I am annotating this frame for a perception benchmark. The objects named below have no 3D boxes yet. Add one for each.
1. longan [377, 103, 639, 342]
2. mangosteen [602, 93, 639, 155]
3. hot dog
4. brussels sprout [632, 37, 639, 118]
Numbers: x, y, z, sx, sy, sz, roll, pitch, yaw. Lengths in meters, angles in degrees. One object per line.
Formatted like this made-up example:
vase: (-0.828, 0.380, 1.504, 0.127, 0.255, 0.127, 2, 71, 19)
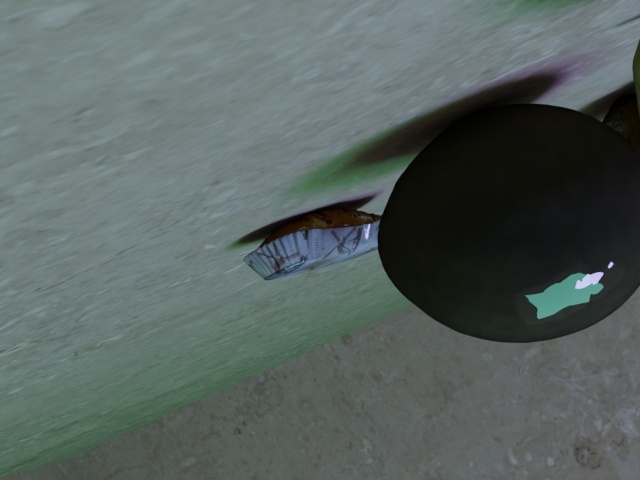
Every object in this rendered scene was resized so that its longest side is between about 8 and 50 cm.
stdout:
longan: (0.171, -0.013, 1.356, 0.248, 0.248, 0.248, -23, 173, -3)
mangosteen: (0.399, -0.081, 1.621, 0.231, 0.231, 0.289, -23, 153, -3)
hot dog: (0.000, 0.000, 1.563, 0.192, 0.053, 0.099, -13, 167, -43)
brussels sprout: (0.337, -0.109, 0.998, 0.227, 0.259, 0.294, 12, -170, 39)
